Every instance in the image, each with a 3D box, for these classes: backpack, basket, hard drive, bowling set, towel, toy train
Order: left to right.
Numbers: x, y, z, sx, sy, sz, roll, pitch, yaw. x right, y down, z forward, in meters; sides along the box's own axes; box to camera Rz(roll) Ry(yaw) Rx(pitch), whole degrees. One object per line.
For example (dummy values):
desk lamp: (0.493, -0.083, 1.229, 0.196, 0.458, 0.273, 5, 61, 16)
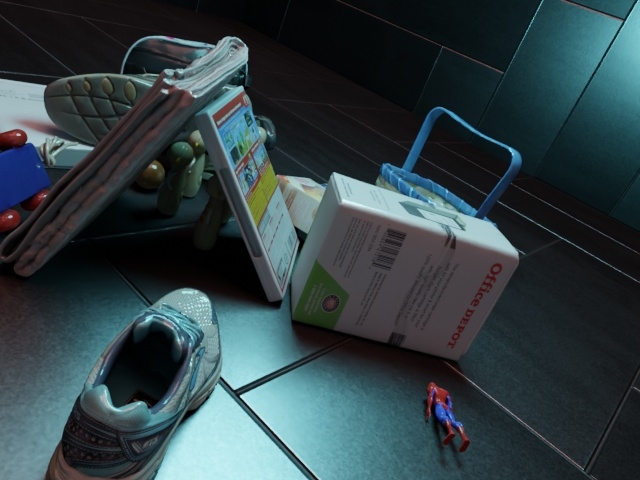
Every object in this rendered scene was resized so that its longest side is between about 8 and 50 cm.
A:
toy train: (-0.436, -0.081, 0.705, 0.144, 0.105, 0.248, -13, 21, 5)
hard drive: (-0.508, -0.221, 0.998, 0.203, 0.040, 0.307, -3, 35, -43)
towel: (-0.243, -0.127, 0.710, 0.053, 0.332, 0.317, 45, 21, -16)
backpack: (-0.297, -0.310, 1.140, 0.254, 0.224, 0.191, 5, 8, -23)
bowling set: (-0.217, -0.124, 0.907, 0.200, 0.154, 0.287, 20, 25, -6)
basket: (0.228, -0.093, 1.045, 0.201, 0.288, 0.254, 10, 28, -31)

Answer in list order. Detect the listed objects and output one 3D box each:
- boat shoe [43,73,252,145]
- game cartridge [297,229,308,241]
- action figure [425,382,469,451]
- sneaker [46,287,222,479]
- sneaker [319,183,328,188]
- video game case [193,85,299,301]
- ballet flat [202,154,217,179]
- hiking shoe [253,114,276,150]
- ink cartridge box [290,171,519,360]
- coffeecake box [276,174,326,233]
boat shoe: (-0.310, -0.241, 0.990, 0.356, 0.132, 0.130, 0, 22, -24)
game cartridge: (0.000, 0.000, 1.001, 0.083, 0.017, 0.056, 33, 31, 23)
action figure: (0.155, 0.218, 0.680, 0.038, 0.030, 0.115, 23, 20, -11)
sneaker: (-0.150, 0.115, 0.525, 0.110, 0.122, 0.283, 20, 25, -5)
sneaker: (0.028, -0.084, 1.149, 0.059, 0.053, 0.144, 11, 19, -23)
video game case: (-0.099, -0.077, 0.812, 0.025, 0.285, 0.204, -14, 23, 12)
ballet flat: (-0.199, -0.143, 1.097, 0.168, 0.057, 0.052, 0, 61, -33)
hiking shoe: (-0.204, -0.276, 1.327, 0.114, 0.086, 0.227, -20, 40, -37)
ink cartridge box: (0.114, 0.043, 0.792, 0.273, 0.198, 0.114, 16, 25, -14)
coffeecake box: (0.010, -0.048, 0.994, 0.186, 0.068, 0.142, 32, 16, 19)
